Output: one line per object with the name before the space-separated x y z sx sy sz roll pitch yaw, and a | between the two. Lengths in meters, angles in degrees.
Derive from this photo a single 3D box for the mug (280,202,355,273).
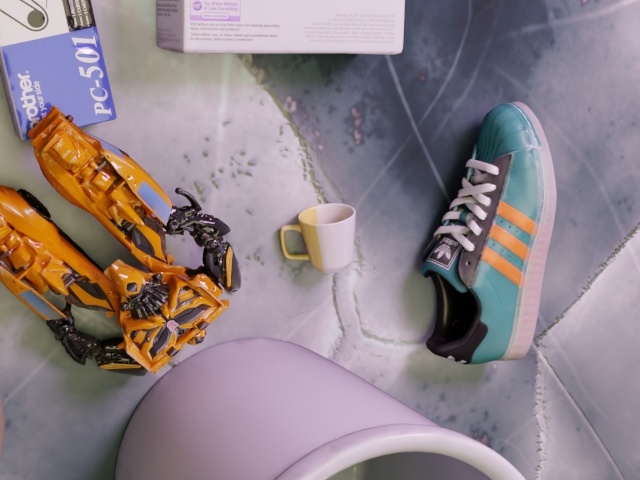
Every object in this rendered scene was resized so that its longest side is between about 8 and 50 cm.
mug | 0.004 -0.001 1.429 0.062 0.078 0.064 -36 126 -48

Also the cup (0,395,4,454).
cup | -0.415 0.148 1.156 0.331 0.331 0.237 -48 139 -8

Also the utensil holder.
utensil holder | -0.008 0.287 1.293 0.328 0.385 0.327 -4 102 -22

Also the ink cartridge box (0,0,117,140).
ink cartridge box | -0.268 -0.209 1.269 0.097 0.046 0.207 -15 107 -18

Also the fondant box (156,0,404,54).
fondant box | -0.037 -0.353 1.314 0.238 0.096 0.330 -3 102 -23

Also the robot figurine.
robot figurine | -0.211 0.019 1.301 0.211 0.085 0.291 -43 119 3

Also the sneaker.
sneaker | 0.181 -0.003 1.469 0.121 0.108 0.302 -4 103 -27
